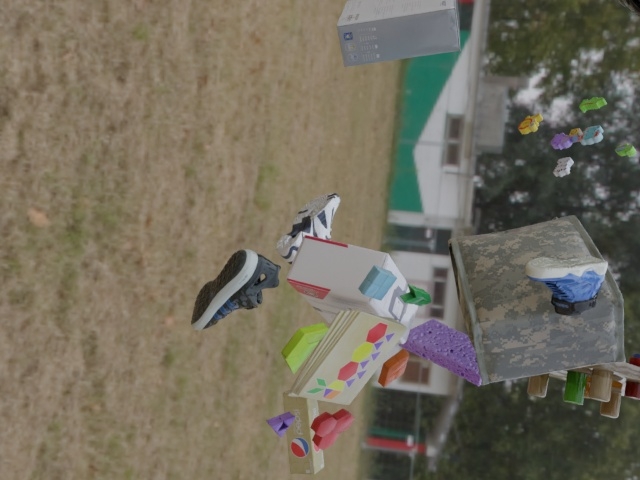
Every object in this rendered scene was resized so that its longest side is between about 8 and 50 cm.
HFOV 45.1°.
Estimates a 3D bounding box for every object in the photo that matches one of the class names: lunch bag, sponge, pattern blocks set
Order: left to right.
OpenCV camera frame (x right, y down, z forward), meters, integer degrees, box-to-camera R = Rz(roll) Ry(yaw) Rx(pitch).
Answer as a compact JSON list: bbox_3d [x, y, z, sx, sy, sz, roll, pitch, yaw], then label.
[{"bbox_3d":[0.042,0.188,1.223,0.325,0.026,0.285,-49,140,5],"label":"pattern blocks set"},{"bbox_3d":[0.283,0.233,1.623,0.117,0.210,0.031,-18,122,-43],"label":"sponge"},{"bbox_3d":[0.351,0.080,1.301,0.287,0.235,0.168,-91,166,-53],"label":"lunch bag"}]

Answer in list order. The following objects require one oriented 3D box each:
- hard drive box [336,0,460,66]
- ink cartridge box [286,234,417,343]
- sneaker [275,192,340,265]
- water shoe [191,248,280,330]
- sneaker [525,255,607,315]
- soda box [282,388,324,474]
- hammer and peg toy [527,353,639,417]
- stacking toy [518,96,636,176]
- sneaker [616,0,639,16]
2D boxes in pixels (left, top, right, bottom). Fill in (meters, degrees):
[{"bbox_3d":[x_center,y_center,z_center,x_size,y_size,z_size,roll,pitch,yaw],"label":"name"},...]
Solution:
[{"bbox_3d":[0.162,-0.438,1.563,0.181,0.232,0.089,-74,155,-55],"label":"hard drive box"},{"bbox_3d":[0.067,0.095,1.442,0.100,0.172,0.237,-68,152,-17],"label":"ink cartridge box"},{"bbox_3d":[0.000,0.000,1.951,0.153,0.094,0.235,57,47,-28],"label":"sneaker"},{"bbox_3d":[-0.131,0.090,1.173,0.203,0.080,0.072,-43,-148,46],"label":"water shoe"},{"bbox_3d":[0.342,0.069,1.086,0.152,0.058,0.084,-3,107,-38],"label":"sneaker"},{"bbox_3d":[-0.037,0.419,1.705,0.058,0.061,0.181,-5,90,-66],"label":"soda box"},{"bbox_3d":[0.579,0.260,1.433,0.361,0.266,0.127,159,-53,-67],"label":"hammer and peg toy"},{"bbox_3d":[0.591,-0.235,1.781,0.167,0.221,0.052,45,60,-24],"label":"stacking toy"},{"bbox_3d":[0.510,-0.393,1.184,0.267,0.106,0.101,50,-46,49],"label":"sneaker"}]
